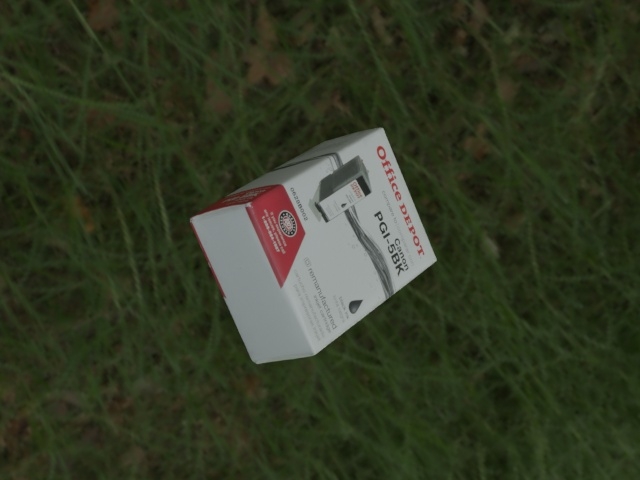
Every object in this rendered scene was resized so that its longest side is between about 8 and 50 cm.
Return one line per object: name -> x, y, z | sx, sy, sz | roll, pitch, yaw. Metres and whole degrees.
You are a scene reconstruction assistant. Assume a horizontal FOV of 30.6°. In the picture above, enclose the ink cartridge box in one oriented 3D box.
ink cartridge box -> 0.000, 0.000, 0.717 | 0.056, 0.099, 0.135 | -13, -165, 44
